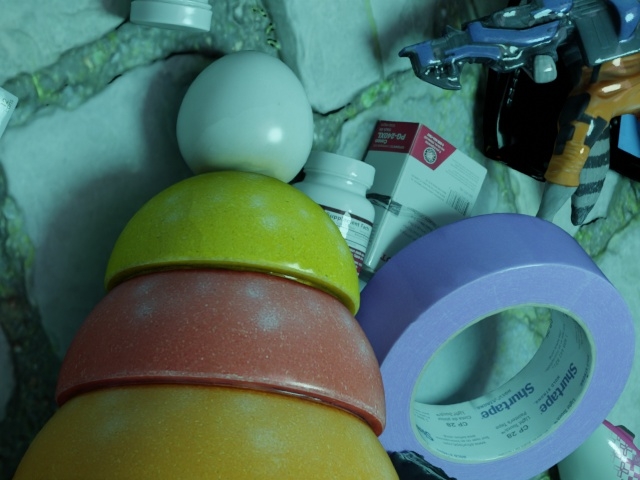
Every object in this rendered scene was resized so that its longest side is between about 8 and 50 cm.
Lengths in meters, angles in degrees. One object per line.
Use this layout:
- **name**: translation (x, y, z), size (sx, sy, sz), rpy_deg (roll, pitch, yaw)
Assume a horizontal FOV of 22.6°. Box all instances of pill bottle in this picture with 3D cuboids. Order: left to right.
- **pill bottle**: translation (-0.114, -0.255, 1.315), size (0.087, 0.087, 0.160), rpy_deg (4, 93, -42)
- **pill bottle**: translation (0.000, 0.000, 1.456), size (0.086, 0.086, 0.152), rpy_deg (20, 82, -42)

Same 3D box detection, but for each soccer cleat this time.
- **soccer cleat**: translation (0.327, 0.340, 1.778), size (0.143, 0.116, 0.331), rpy_deg (-45, 124, -28)

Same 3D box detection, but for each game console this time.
- **game console**: translation (0.308, -0.151, 1.739), size (0.361, 0.044, 0.213), rpy_deg (19, 84, -42)

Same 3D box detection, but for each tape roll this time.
- **tape roll**: translation (0.156, 0.111, 1.523), size (0.275, 0.090, 0.275), rpy_deg (-12, 128, -16)

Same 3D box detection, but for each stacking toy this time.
- **stacking toy**: translation (-0.067, 0.068, 1.310), size (0.350, 0.350, 0.480), rpy_deg (26, 62, -41)

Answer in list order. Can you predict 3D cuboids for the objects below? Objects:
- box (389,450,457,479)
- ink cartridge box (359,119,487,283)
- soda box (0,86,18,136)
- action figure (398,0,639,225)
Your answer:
- **box**: translation (0.152, 0.513, 1.359), size (0.297, 0.472, 0.480), rpy_deg (42, 80, -37)
- **ink cartridge box**: translation (0.084, -0.025, 1.542), size (0.109, 0.063, 0.150), rpy_deg (31, 75, -40)
- **soda box**: translation (-0.311, -0.029, 1.185), size (0.074, 0.069, 0.216), rpy_deg (33, 73, -39)
- **action figure**: translation (0.233, -0.165, 1.581), size (0.341, 0.178, 0.330), rpy_deg (-9, 97, -10)
